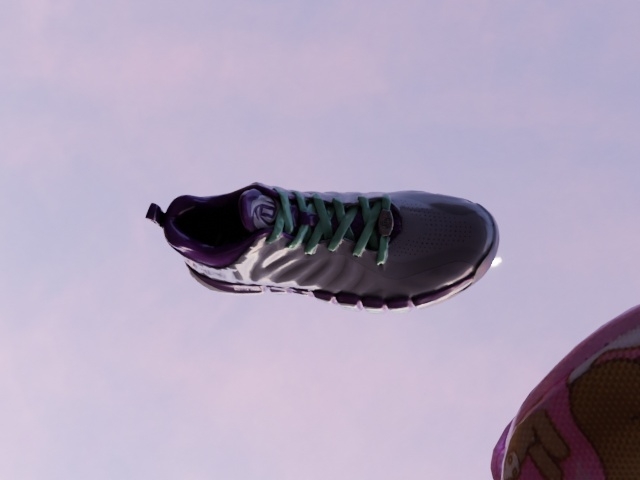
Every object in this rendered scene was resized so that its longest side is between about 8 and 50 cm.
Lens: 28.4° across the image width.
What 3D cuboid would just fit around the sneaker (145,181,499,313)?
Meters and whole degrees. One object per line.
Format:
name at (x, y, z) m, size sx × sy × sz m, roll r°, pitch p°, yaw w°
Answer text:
sneaker at (0.000, 0.000, 0.825) m, size 0.224 × 0.098 × 0.083 m, roll -4°, pitch -108°, yaw 19°

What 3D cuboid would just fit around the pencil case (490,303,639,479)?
pencil case at (0.179, 0.174, 0.286) m, size 0.160 × 0.167 × 0.386 m, roll -66°, pitch -146°, yaw 38°
